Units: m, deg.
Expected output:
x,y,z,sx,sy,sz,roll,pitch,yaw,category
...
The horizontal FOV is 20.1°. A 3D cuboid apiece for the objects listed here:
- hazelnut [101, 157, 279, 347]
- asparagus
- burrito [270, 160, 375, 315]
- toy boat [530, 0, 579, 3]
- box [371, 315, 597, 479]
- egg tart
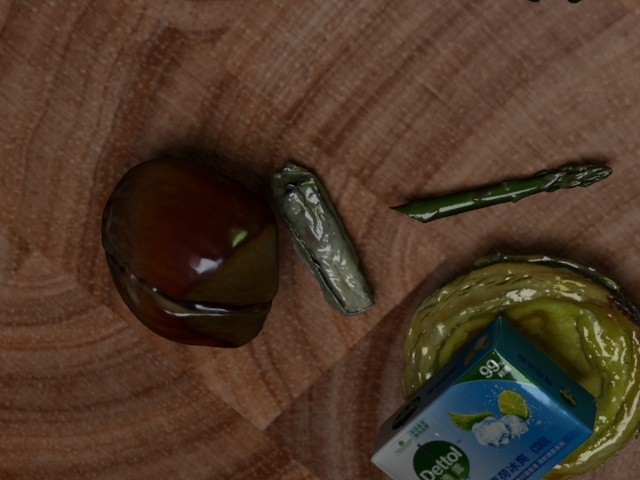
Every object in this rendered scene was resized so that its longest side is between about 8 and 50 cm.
x,y,z,sx,sy,sz,roll,pitch,yaw,category
-0.139,0.017,1.886,0.181,0.181,0.212,2,131,-8,hazelnut
0.185,-0.049,1.845,0.236,0.034,0.027,-12,97,18,asparagus
0.000,0.000,1.916,0.058,0.045,0.188,-27,108,-1,burrito
0.238,-0.317,1.671,0.104,0.052,0.210,26,123,3,toy boat
0.168,0.194,1.854,0.139,0.073,0.194,40,118,-9,box
0.222,0.130,1.905,0.279,0.095,0.279,4,115,9,egg tart
